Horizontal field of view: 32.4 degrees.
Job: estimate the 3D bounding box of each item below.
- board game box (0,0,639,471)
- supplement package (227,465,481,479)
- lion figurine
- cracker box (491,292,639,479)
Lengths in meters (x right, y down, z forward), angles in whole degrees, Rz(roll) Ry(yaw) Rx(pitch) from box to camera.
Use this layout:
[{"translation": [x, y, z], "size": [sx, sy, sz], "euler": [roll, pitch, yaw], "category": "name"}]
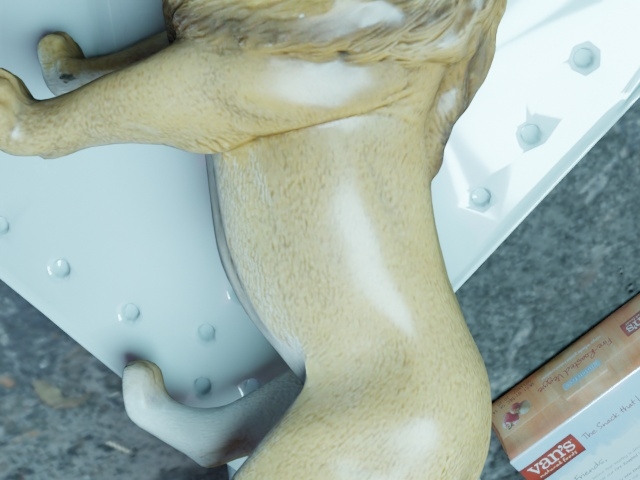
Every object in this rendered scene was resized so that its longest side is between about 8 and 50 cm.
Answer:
[{"translation": [-0.052, -0.137, 0.535], "size": [0.390, 0.050, 0.390], "euler": [40, 107, -4], "category": "board game box"}, {"translation": [0.018, 0.149, 0.678], "size": [0.139, 0.244, 0.133], "euler": [-14, 122, -3], "category": "supplement package"}, {"translation": [0.000, 0.000, 0.469], "size": [0.240, 0.142, 0.392], "euler": [-9, 106, 12], "category": "lion figurine"}, {"translation": [0.255, 0.164, 0.839], "size": [0.156, 0.067, 0.232], "euler": [-39, 120, 11], "category": "cracker box"}]
